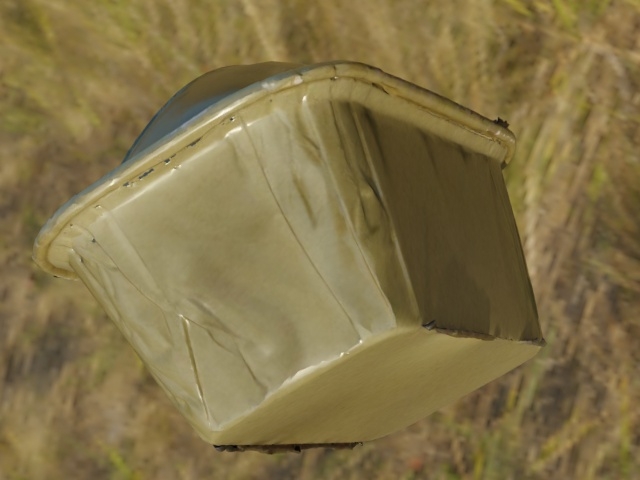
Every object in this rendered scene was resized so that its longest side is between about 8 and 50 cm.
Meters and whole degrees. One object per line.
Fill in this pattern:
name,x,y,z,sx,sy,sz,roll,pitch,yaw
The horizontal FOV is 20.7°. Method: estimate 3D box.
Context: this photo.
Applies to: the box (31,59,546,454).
box,0.000,0.000,0.501,0.111,0.177,0.111,-2,85,23
